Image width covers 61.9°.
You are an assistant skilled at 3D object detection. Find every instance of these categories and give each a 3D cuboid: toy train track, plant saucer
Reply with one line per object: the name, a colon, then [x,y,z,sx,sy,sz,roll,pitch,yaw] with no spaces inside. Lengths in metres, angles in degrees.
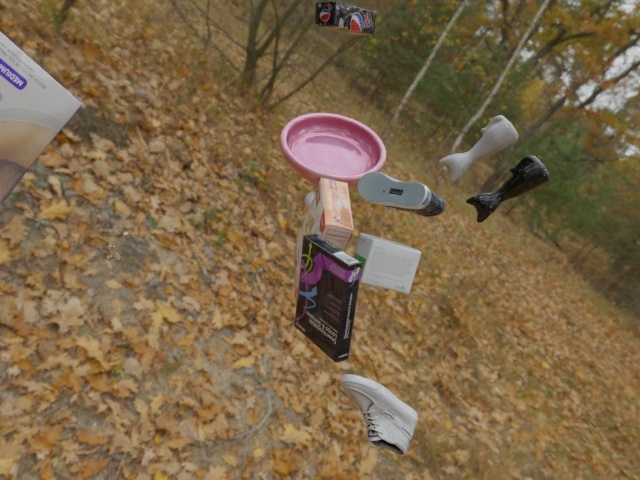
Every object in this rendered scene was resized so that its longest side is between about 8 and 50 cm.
toy train track: [-0.469,0.013,1.225,0.048,0.083,0.014,45,15,20]
plant saucer: [0.036,-0.272,1.661,0.333,0.084,0.332,7,45,-7]

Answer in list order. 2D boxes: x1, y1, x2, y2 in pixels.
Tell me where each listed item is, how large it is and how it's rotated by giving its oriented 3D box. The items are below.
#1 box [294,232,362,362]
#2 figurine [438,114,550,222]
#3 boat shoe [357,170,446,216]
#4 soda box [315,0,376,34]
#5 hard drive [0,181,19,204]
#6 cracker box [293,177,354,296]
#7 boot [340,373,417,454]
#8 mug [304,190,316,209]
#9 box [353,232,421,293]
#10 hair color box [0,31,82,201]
box: [0.007,0.085,0.798,0.029,0.162,0.116,-11,27,-34]
figurine: [0.447,-0.185,1.404,0.214,0.210,0.092,57,9,10]
boat shoe: [0.159,-0.086,1.066,0.083,0.065,0.183,23,-1,-43]
soda box: [0.062,-0.519,1.253,0.060,0.053,0.169,15,20,36]
hard drive: [-0.576,-0.192,0.917,0.172,0.054,0.254,44,50,-41]
cracker box: [0.000,0.000,1.179,0.067,0.232,0.155,11,42,-14]
boot: [0.145,0.455,1.378,0.258,0.095,0.123,36,54,-18]
mug: [-0.006,-0.112,1.545,0.062,0.078,0.064,25,14,-20]
box: [0.123,0.043,1.030,0.102,0.087,0.101,16,5,-12]
hair color box: [-0.459,-0.094,0.595,0.110,0.338,0.185,27,-13,34]
